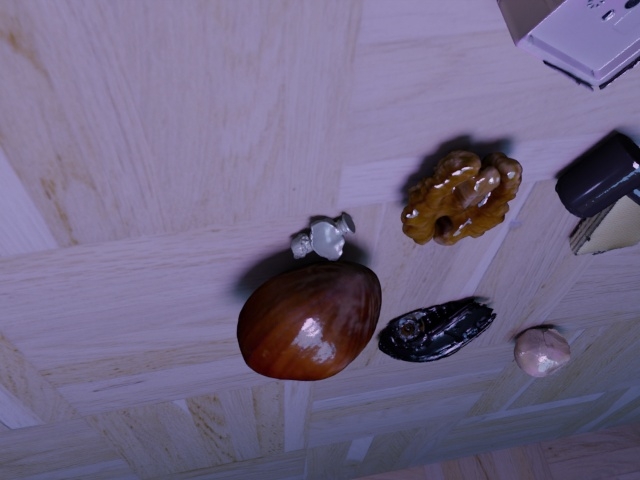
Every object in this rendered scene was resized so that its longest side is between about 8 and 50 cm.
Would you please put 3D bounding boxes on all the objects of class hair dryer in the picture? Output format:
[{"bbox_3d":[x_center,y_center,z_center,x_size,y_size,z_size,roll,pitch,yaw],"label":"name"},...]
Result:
[{"bbox_3d":[0.448,-0.042,0.908,0.248,0.070,0.114,30,134,-17],"label":"hair dryer"}]

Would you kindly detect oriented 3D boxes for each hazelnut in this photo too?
[{"bbox_3d":[-0.011,0.108,0.970,0.181,0.180,0.212,17,-160,37],"label":"hazelnut"}]

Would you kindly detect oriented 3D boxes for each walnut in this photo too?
[{"bbox_3d":[0.177,-0.058,0.851,0.143,0.069,0.170,3,145,-24],"label":"walnut"}]

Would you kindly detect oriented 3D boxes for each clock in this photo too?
[{"bbox_3d":[0.272,-0.233,0.581,0.147,0.071,0.192,11,143,-36],"label":"clock"}]

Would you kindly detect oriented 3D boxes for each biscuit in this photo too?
[{"bbox_3d":[0.472,-0.043,1.022,0.121,0.040,0.199,-11,151,-11],"label":"biscuit"}]

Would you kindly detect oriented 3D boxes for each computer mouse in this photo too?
[{"bbox_3d":[0.224,0.184,1.281,0.242,0.077,0.146,-24,151,19],"label":"computer mouse"}]

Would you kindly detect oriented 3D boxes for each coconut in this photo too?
[{"bbox_3d":[0.480,0.244,1.457,0.125,0.110,0.110,-1,149,-32],"label":"coconut"}]

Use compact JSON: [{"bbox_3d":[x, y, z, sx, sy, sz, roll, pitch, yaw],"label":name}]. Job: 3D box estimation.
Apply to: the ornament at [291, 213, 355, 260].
[{"bbox_3d":[0.003,-0.002,0.907,0.092,0.041,0.068,-5,131,4],"label":"ornament"}]
